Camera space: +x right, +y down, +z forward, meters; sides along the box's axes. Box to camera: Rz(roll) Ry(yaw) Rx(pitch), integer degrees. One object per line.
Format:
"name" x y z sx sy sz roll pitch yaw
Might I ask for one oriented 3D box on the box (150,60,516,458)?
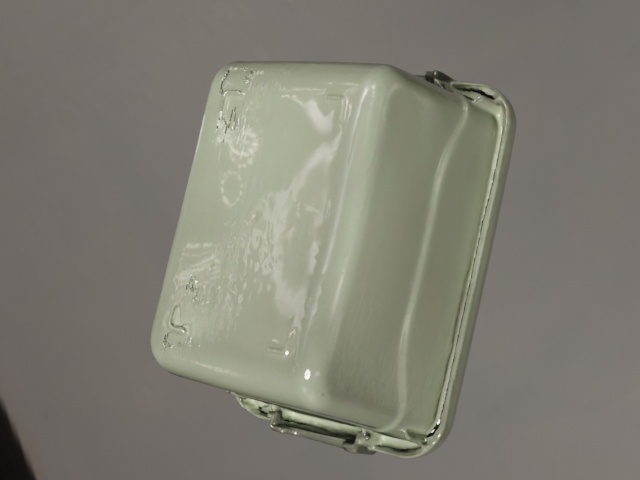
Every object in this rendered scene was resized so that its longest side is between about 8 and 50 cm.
"box" 0.000 0.000 0.532 0.124 0.172 0.093 6 172 39
